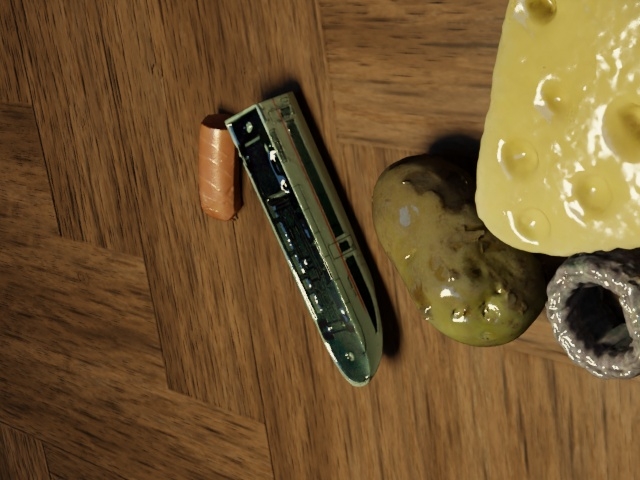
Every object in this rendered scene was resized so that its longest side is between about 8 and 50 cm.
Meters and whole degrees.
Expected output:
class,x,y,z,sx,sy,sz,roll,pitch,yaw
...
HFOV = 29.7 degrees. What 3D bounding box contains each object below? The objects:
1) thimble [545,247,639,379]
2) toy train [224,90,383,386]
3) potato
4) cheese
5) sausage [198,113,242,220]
class,x,y,z,sx,sy,sz,roll,pitch,yaw
thimble,0.329,0.073,1.333,0.150,0.097,0.150,24,126,38
toy train,0.000,0.000,1.652,0.086,0.088,0.407,-20,94,51
potato,0.162,0.010,1.435,0.262,0.165,0.165,60,141,26
cheese,0.299,-0.114,1.265,0.384,0.104,0.384,21,122,38
sausage,-0.148,-0.100,1.783,0.065,0.065,0.169,26,126,36
